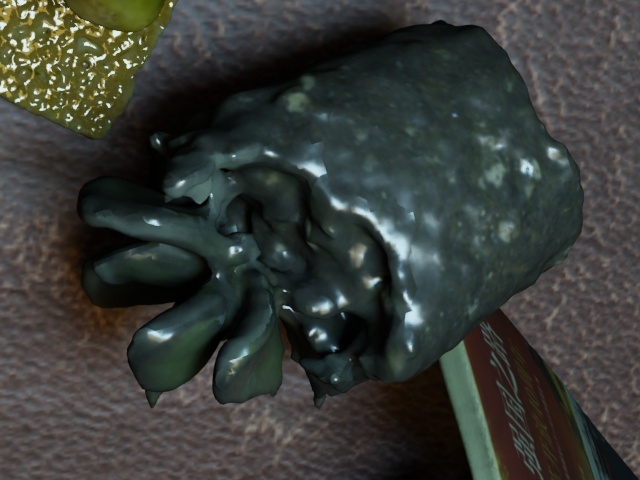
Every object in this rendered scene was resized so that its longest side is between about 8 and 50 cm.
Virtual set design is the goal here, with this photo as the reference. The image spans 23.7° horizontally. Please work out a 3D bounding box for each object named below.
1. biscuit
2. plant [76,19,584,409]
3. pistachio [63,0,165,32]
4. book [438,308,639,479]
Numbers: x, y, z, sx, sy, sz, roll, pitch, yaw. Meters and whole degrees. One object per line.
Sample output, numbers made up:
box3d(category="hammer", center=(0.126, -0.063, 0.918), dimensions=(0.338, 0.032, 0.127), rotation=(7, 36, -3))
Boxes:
box3d(category="biscuit", center=(-0.189, -0.153, 0.837), dimensions=(0.231, 0.025, 0.131), rotation=(27, 97, -30))
box3d(category="plant", center=(0.000, 0.000, 0.871), dimensions=(0.276, 0.199, 0.188), rotation=(-26, 92, -19))
box3d(category="pistachio", center=(-0.099, -0.206, 0.798), dimensions=(0.110, 0.100, 0.189), rotation=(-13, 91, -57))
box3d(category="book", center=(0.186, 0.192, 1.008), dimensions=(0.028, 0.262, 0.374), rotation=(-32, 122, 16))
